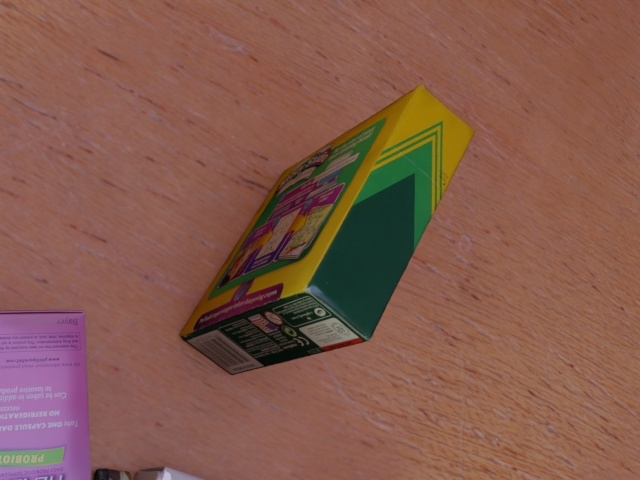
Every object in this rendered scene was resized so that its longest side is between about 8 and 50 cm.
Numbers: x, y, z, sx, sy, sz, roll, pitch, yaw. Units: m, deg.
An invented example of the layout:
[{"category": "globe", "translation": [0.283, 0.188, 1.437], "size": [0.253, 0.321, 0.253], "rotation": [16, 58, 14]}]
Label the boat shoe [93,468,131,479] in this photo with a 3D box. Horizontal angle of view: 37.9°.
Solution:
[{"category": "boat shoe", "translation": [-0.270, 0.352, 1.129], "size": [0.049, 0.056, 0.152], "rotation": [19, 58, -18]}]

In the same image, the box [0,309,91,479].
[{"category": "box", "translation": [-0.341, 0.212, 1.027], "size": [0.117, 0.213, 0.242], "rotation": [1, 77, -30]}]

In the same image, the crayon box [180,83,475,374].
[{"category": "crayon box", "translation": [0.000, 0.000, 1.194], "size": [0.106, 0.363, 0.313], "rotation": [40, 61, -16]}]

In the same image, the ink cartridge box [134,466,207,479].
[{"category": "ink cartridge box", "translation": [-0.135, 0.400, 1.164], "size": [0.237, 0.100, 0.171], "rotation": [26, 66, -23]}]
